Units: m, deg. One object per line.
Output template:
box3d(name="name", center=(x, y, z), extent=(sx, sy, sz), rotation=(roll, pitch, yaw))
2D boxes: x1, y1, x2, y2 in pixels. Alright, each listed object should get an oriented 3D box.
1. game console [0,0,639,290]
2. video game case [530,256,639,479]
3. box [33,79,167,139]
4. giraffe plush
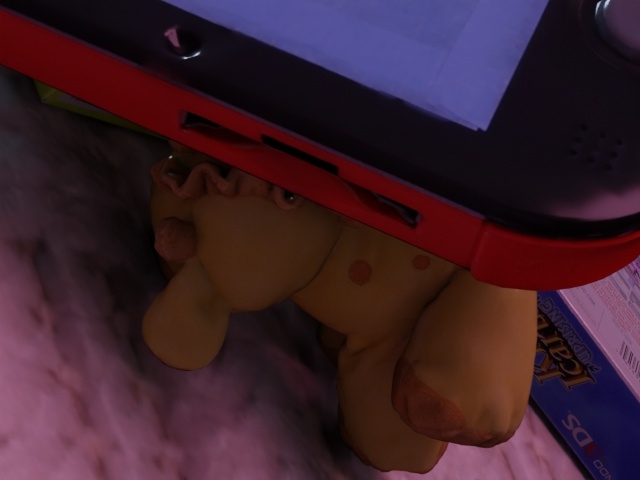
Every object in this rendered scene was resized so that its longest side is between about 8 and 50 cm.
box3d(name="game console", center=(0.006, -0.170, 0.791), extent=(0.386, 0.060, 0.342), rotation=(24, 56, 6))
box3d(name="video game case", center=(0.152, 0.007, 1.168), extent=(0.269, 0.061, 0.244), rotation=(53, 27, -9))
box3d(name="box", center=(-0.112, -0.138, 0.887), extent=(0.109, 0.042, 0.178), rotation=(15, 47, -56))
box3d(name="giraffe plush", center=(0.000, 0.000, 0.815), extent=(0.170, 0.210, 0.181), rotation=(5, 55, -22))
